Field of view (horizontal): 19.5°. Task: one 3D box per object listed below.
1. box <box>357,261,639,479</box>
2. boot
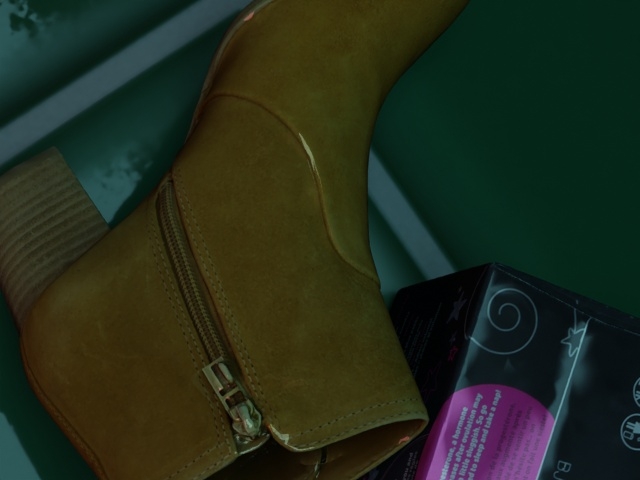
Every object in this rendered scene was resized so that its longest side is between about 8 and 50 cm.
[{"bbox_3d":[0.089,0.156,0.887,0.163,0.142,0.247,22,79,-13],"label":"box"},{"bbox_3d":[-0.001,0.000,0.864,0.295,0.104,0.211,-32,62,-7],"label":"boot"}]
